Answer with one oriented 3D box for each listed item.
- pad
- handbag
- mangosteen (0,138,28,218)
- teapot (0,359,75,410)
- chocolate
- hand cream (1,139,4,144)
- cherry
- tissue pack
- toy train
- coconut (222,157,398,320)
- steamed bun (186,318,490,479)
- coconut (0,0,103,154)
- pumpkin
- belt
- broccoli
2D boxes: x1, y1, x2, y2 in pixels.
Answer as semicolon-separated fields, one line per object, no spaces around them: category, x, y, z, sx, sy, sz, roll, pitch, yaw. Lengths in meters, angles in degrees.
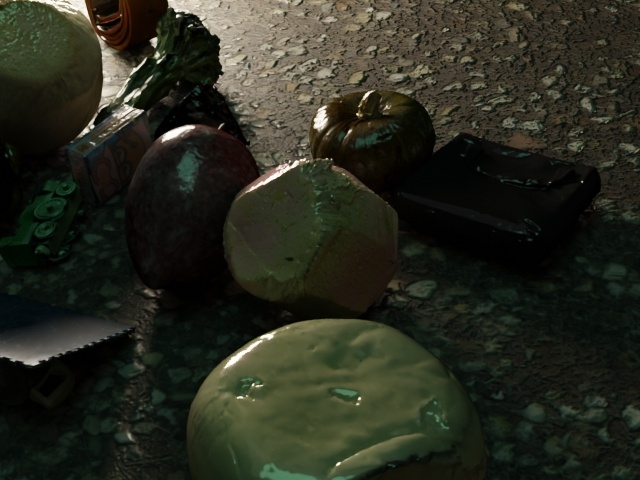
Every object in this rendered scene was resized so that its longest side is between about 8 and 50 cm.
pad;-0.442;0.124;1.687;0.269;0.012;0.270;12;11;19
handbag;0.280;-0.068;1.859;0.275;0.088;0.244;17;43;31
mangosteen;-0.582;-0.106;1.967;0.230;0.194;0.194;-13;36;-39
teapot;-0.418;0.189;1.675;0.092;0.124;0.091;-31;5;38
chocolate;-0.194;-0.183;2.052;0.133;0.156;0.156;42;55;8
hand cream;-0.672;-0.161;2.118;0.271;0.091;0.058;13;22;27
cherry;-0.201;-0.047;1.798;0.203;0.230;0.300;30;58;-21
tissue pack;-0.362;-0.148;2.024;0.065;0.115;0.155;24;48;28
toy train;-0.453;-0.030;1.937;0.105;0.071;0.178;-7;40;17
coconut;0.000;0.000;1.709;0.233;0.245;0.233;-8;75;30
steamed bun;0.009;0.258;1.400;0.334;0.233;0.312;-10;37;-17
coconut;-0.534;-0.303;2.119;0.329;0.329;0.329;-4;40;4
pumpkin;0.086;-0.175;1.958;0.219;0.162;0.219;-3;36;2
belt;-0.394;-0.481;2.347;0.105;0.184;0.261;-26;15;-21
broccoli;-0.314;-0.302;2.206;0.165;0.145;0.304;19;59;34
